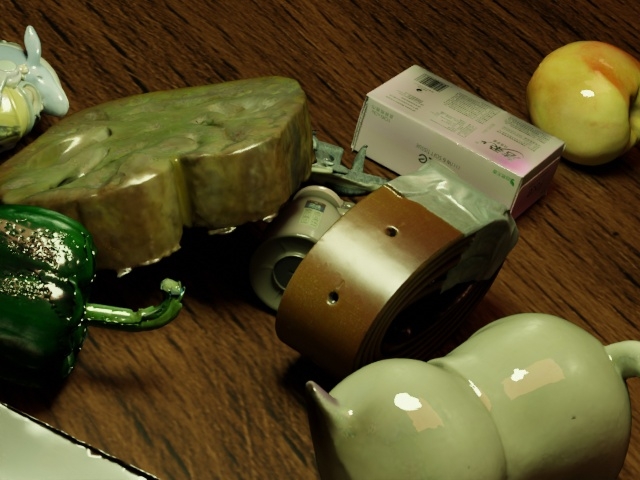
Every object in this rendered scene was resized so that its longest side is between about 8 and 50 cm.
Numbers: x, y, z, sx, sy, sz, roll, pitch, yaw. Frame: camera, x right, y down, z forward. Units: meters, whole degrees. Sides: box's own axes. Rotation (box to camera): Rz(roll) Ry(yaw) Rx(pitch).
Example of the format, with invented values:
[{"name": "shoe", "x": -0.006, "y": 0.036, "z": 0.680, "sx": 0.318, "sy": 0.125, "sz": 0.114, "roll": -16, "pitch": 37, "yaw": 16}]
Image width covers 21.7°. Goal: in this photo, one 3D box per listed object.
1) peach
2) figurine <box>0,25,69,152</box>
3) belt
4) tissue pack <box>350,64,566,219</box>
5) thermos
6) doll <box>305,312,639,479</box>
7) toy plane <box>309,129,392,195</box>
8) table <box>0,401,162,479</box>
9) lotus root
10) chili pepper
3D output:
[{"name": "peach", "x": 0.378, "y": -0.198, "z": 2.369, "sx": 0.184, "sy": 0.184, "sz": 0.184, "roll": 12, "pitch": 34, "yaw": -8}, {"name": "figurine", "x": -0.408, "y": -0.185, "z": 2.043, "sx": 0.209, "sy": 0.128, "sz": 0.183, "roll": 11, "pitch": 36, "yaw": 4}, {"name": "belt", "x": 0.089, "y": 0.036, "z": 1.859, "sx": 0.122, "sy": 0.217, "sz": 0.339, "roll": 33, "pitch": 35, "yaw": 21}, {"name": "tissue pack", "x": 0.182, "y": -0.127, "z": 2.244, "sx": 0.246, "sy": 0.092, "sz": 0.148, "roll": 30, "pitch": 35, "yaw": 19}, {"name": "thermos", "x": 0.000, "y": 0.000, "z": 1.971, "sx": 0.137, "sy": 0.105, "sz": 0.193, "roll": -2, "pitch": 24, "yaw": 10}, {"name": "doll", "x": 0.156, "y": 0.195, "z": 1.681, "sx": 0.370, "sy": 0.226, "sz": 0.215, "roll": -16, "pitch": 76, "yaw": -26}, {"name": "toy plane", "x": 0.001, "y": -0.102, "z": 2.136, "sx": 0.262, "sy": 0.088, "sz": 0.192, "roll": 2, "pitch": 12, "yaw": -28}, {"name": "table", "x": -0.257, "y": 0.302, "z": 1.269, "sx": 0.251, "sy": 0.282, "sz": 0.196, "roll": 23, "pitch": 34, "yaw": 9}, {"name": "lotus root", "x": -0.192, "y": -0.088, "z": 1.913, "sx": 0.390, "sy": 0.111, "sz": 0.375, "roll": -25, "pitch": 23, "yaw": -25}, {"name": "chili pepper", "x": -0.276, "y": 0.063, "z": 1.696, "sx": 0.261, "sy": 0.173, "sz": 0.165, "roll": 15, "pitch": 36, "yaw": 3}]
